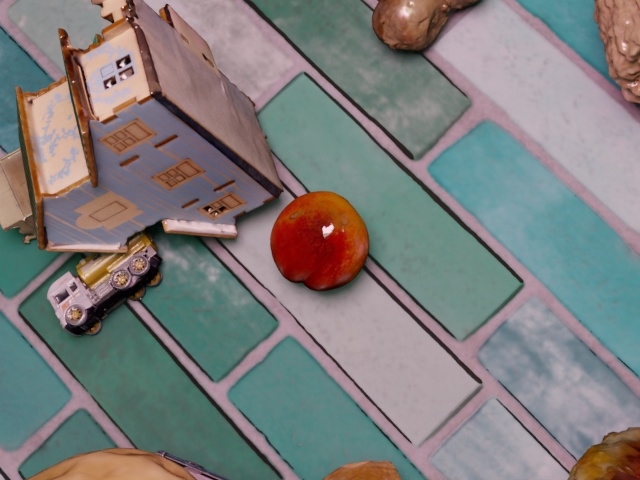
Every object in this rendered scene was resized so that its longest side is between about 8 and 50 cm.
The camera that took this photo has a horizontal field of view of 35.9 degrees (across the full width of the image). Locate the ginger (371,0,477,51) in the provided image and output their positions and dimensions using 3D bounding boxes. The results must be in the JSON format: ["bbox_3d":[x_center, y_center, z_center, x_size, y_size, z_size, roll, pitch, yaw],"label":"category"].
[{"bbox_3d":[0.129,-0.276,1.011,0.104,0.080,0.204,28,78,26],"label":"ginger"}]

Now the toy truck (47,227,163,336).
[{"bbox_3d":[-0.213,0.037,0.987,0.123,0.052,0.063,-38,71,-5],"label":"toy truck"}]

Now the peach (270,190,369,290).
[{"bbox_3d":[-0.001,-0.001,0.948,0.100,0.101,0.101,-1,76,6],"label":"peach"}]

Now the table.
[{"bbox_3d":[-0.290,-0.052,1.010,0.083,0.062,0.079,-28,74,-1],"label":"table"}]

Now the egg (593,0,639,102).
[{"bbox_3d":[0.407,-0.227,0.882,0.310,0.279,0.279,-15,74,31],"label":"egg"}]

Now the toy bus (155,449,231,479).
[{"bbox_3d":[-0.114,0.241,0.914,0.123,0.075,0.060,20,80,10],"label":"toy bus"}]

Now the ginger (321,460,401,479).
[{"bbox_3d":[0.021,0.310,0.827,0.221,0.130,0.276,11,59,11],"label":"ginger"}]

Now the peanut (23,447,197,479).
[{"bbox_3d":[-0.243,0.304,0.840,0.387,0.169,0.192,-29,107,22],"label":"peanut"}]

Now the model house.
[{"bbox_3d":[-0.190,-0.095,0.918,0.206,0.271,0.178,-28,65,14],"label":"model house"}]

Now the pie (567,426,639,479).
[{"bbox_3d":[0.358,0.310,0.729,0.418,0.395,0.180,49,123,15],"label":"pie"}]
